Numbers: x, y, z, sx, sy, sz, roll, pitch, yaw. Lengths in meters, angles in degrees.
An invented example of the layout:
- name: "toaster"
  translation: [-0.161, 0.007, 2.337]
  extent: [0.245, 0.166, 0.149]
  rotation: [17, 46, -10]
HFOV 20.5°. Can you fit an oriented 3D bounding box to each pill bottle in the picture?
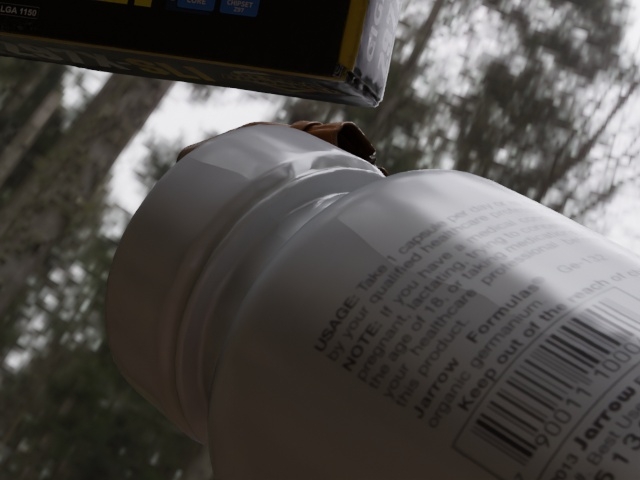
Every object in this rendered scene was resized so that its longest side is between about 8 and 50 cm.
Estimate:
- name: "pill bottle"
  translation: [0.043, 0.053, 0.504]
  extent: [0.229, 0.131, 0.131]
  rotation: [31, -42, 42]

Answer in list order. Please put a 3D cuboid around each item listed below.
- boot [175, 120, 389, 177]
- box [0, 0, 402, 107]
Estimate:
- name: "boot"
  translation: [0.000, 0.000, 1.239]
  extent: [0.152, 0.073, 0.197]
  rotation: [-7, -50, 40]
- name: "box"
  translation: [-0.102, -0.218, 0.921]
  extent: [0.322, 0.079, 0.257]
  rotation: [10, -94, 18]
